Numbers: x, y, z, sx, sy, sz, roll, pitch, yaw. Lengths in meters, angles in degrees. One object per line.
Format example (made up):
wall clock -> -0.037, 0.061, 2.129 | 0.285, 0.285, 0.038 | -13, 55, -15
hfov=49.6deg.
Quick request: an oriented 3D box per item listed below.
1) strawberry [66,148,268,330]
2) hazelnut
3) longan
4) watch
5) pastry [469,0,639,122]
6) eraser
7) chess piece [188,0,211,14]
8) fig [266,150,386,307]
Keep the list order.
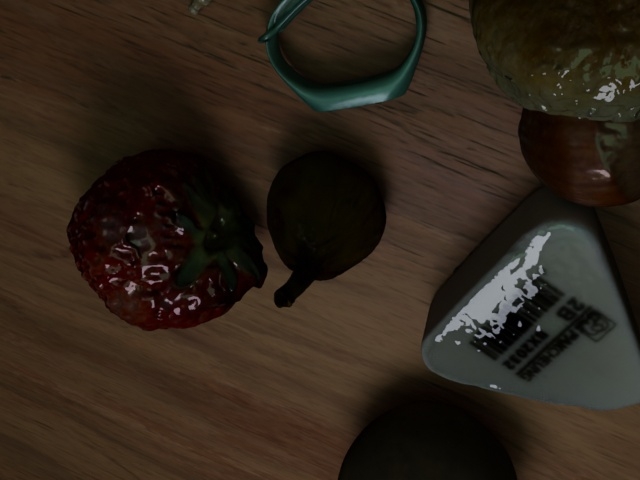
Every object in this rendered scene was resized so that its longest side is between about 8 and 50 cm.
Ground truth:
strawberry -> -0.273, 0.010, 1.098 | 0.310, 0.292, 0.292 | -23, 107, 17
hazelnut -> 0.354, -0.146, 0.889 | 0.214, 0.176, 0.214 | -3, 86, 44
longan -> 0.175, 0.432, 1.172 | 0.319, 0.319, 0.319 | 7, 118, 14
watch -> 0.031, -0.281, 0.975 | 0.237, 0.068, 0.195 | -7, 112, 19
pastry -> 0.326, -0.277, 0.766 | 0.329, 0.329, 0.136 | -12, 155, 22
eraser -> 0.328, 0.076, 1.017 | 0.331, 0.150, 0.331 | 6, 116, 14
chess piece -> -0.165, -0.368, 1.013 | 0.035, 0.035, 0.092 | 45, 123, -8
fig -> -0.027, -0.002, 1.024 | 0.190, 0.290, 0.190 | 25, 143, 20
